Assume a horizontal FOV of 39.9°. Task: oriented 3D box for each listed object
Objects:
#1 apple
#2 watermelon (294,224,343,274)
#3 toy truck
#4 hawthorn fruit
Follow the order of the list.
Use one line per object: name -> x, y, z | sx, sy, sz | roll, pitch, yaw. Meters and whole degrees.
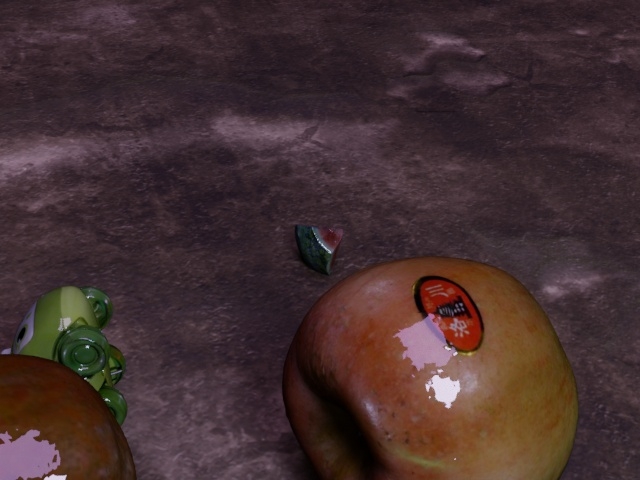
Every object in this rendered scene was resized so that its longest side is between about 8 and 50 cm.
apple -> 0.138, 0.175, 1.024 | 0.305, 0.338, 0.338 | -21, 46, -29
watermelon -> -0.003, 0.004, 1.420 | 0.092, 0.084, 0.072 | 44, 41, 21
toy truck -> -0.340, 0.169, 1.104 | 0.211, 0.187, 0.148 | -26, 29, 0
hawthorn fruit -> -0.326, 0.245, 0.925 | 0.268, 0.267, 0.301 | -14, 40, -23
